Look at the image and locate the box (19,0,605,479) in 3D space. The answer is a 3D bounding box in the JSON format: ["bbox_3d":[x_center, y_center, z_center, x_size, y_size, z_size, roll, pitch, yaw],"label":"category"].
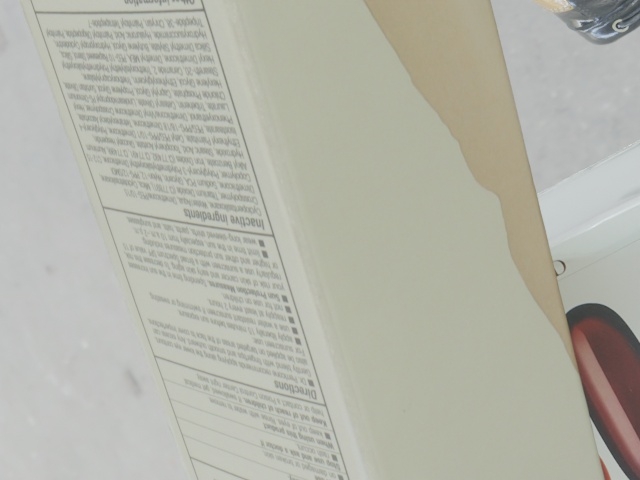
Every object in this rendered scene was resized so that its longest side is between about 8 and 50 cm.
[{"bbox_3d":[0.000,0.000,0.628,0.148,0.121,0.311,11,124,48],"label":"box"}]

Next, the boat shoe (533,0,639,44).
[{"bbox_3d":[0.400,-0.363,1.440,0.156,0.500,0.187,47,-165,-26],"label":"boat shoe"}]

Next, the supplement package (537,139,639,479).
[{"bbox_3d":[0.182,0.063,0.794,0.203,0.194,0.149,61,-173,-7],"label":"supplement package"}]
